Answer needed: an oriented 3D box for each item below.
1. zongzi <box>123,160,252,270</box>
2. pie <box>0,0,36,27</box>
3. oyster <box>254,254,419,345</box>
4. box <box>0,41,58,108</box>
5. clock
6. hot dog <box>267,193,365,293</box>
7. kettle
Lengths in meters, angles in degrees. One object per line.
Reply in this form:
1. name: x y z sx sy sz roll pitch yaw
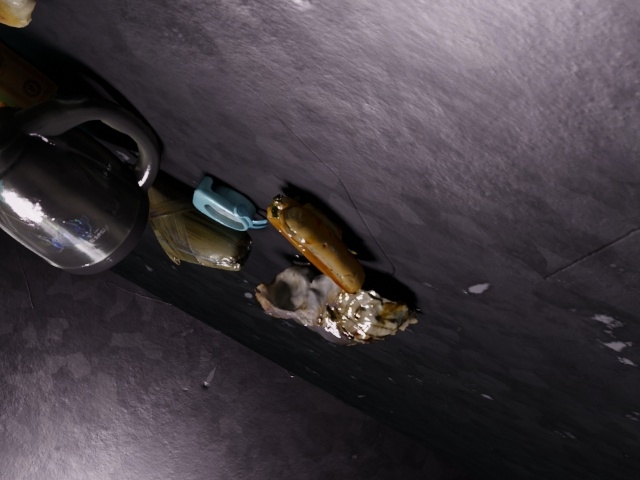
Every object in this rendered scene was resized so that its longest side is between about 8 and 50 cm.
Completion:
1. zongzi: -0.251 -0.053 1.578 0.221 0.112 0.242 10 139 39
2. pie: -0.472 -0.359 1.116 0.218 0.052 0.185 18 166 37
3. oyster: 0.016 0.117 1.586 0.337 0.133 0.198 12 149 32
4. box: -0.607 -0.313 1.421 0.274 0.076 0.174 38 162 -28
5. clock: -0.161 -0.056 1.504 0.147 0.045 0.108 29 164 -4
6. hot dog: 0.000 0.000 1.376 0.250 0.076 0.104 48 174 -39
7. kettle: -0.431 -0.119 1.390 0.324 0.320 0.228 49 -164 -60
